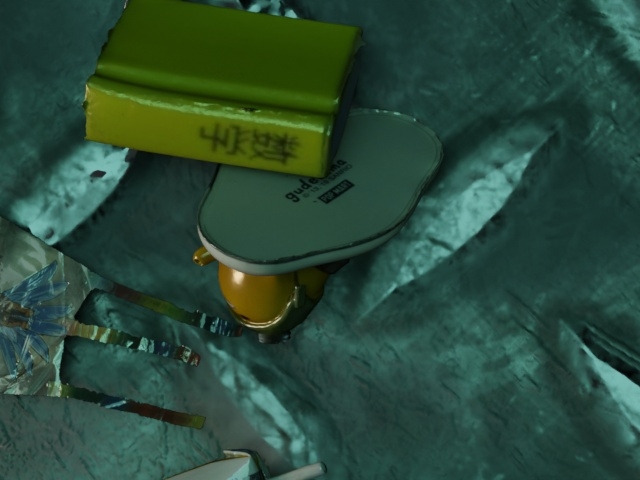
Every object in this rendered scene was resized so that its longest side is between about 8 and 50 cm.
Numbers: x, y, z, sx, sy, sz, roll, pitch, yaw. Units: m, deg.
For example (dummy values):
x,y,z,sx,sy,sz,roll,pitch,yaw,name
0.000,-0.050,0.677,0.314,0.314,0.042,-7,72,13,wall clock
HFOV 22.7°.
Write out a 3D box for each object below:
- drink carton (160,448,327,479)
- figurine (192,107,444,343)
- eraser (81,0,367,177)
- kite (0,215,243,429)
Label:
x,y,z,sx,sy,sz,roll,pitch,yaw,name
-0.087,0.225,1.359,0.200,0.074,0.084,-20,82,1,drink carton
0.000,0.000,1.374,0.250,0.141,0.166,-25,47,-29,figurine
-0.080,-0.134,1.366,0.226,0.069,0.158,9,39,6,eraser
-0.227,0.089,1.398,0.310,0.015,0.169,20,85,19,kite
